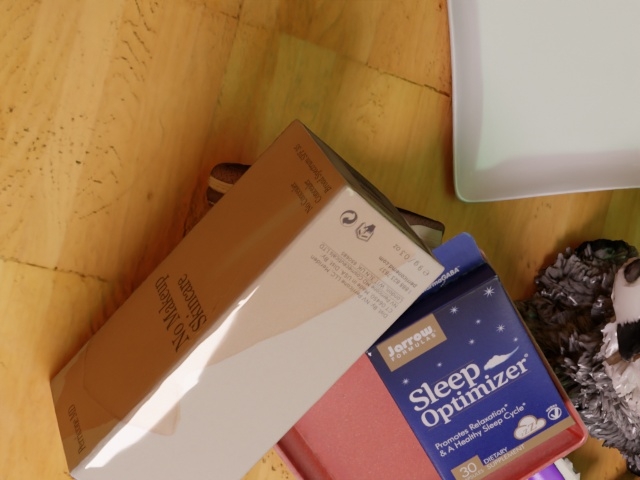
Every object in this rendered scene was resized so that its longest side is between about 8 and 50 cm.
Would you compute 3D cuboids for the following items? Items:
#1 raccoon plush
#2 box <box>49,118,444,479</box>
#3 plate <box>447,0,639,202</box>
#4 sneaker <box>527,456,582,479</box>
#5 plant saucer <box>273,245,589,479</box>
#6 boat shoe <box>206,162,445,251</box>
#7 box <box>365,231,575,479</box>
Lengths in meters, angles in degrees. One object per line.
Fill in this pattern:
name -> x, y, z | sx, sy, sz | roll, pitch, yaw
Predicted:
raccoon plush -> 0.408, 0.149, 1.353 | 0.446, 0.299, 0.216 | 30, 81, -33
box -> -0.066, 0.071, 1.062 | 0.311, 0.148, 0.121 | -47, 121, 6
plate -> 0.259, -0.185, 1.299 | 0.277, 0.045, 0.278 | -5, 103, -4
sneaker -> 0.211, 0.339, 1.376 | 0.146, 0.102, 0.293 | -28, 112, -26
plant saucer -> 0.090, 0.158, 1.252 | 0.258, 0.048, 0.259 | -32, 116, 2
boat shoe -> 0.004, 0.002, 1.189 | 0.257, 0.095, 0.095 | 15, 96, -34
box -> 0.127, 0.115, 1.197 | 0.136, 0.036, 0.225 | -31, 116, 1
